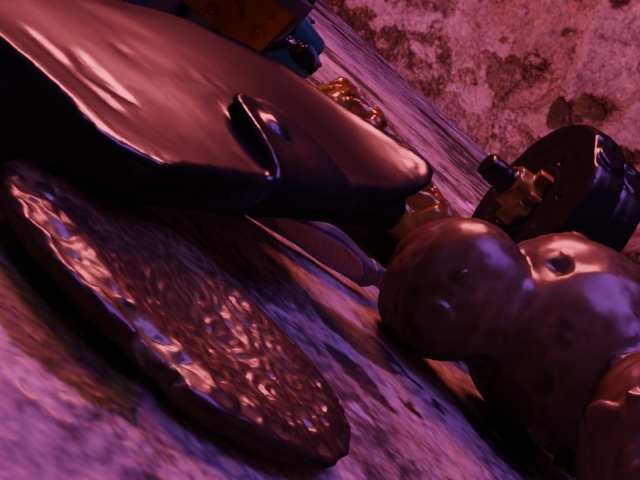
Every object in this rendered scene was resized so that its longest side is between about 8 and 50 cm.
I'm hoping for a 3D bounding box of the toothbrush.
[{"bbox_3d":[0.000,0.000,1.063,0.375,0.028,0.037,34,22,-42],"label":"toothbrush"}]

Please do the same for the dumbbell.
[{"bbox_3d":[0.294,0.042,1.588,0.388,0.185,0.185,38,10,-21],"label":"dumbbell"}]

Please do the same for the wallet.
[{"bbox_3d":[-0.077,-0.075,0.879,0.197,0.051,0.377,38,14,21],"label":"wallet"}]

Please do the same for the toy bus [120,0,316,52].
[{"bbox_3d":[-0.097,-0.182,1.154,0.126,0.136,0.209,39,10,-27],"label":"toy bus"}]

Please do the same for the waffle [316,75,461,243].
[{"bbox_3d":[0.063,-0.038,1.310,0.253,0.056,0.249,47,7,-40],"label":"waffle"}]

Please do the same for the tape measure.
[{"bbox_3d":[-0.053,-0.224,1.699,0.125,0.081,0.146,48,5,-35],"label":"tape measure"}]

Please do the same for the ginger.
[{"bbox_3d":[0.177,0.095,1.046,0.304,0.155,0.244,38,13,30],"label":"ginger"}]

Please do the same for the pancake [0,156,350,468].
[{"bbox_3d":[-0.059,0.030,0.712,0.199,0.021,0.199,41,10,-9],"label":"pancake"}]
